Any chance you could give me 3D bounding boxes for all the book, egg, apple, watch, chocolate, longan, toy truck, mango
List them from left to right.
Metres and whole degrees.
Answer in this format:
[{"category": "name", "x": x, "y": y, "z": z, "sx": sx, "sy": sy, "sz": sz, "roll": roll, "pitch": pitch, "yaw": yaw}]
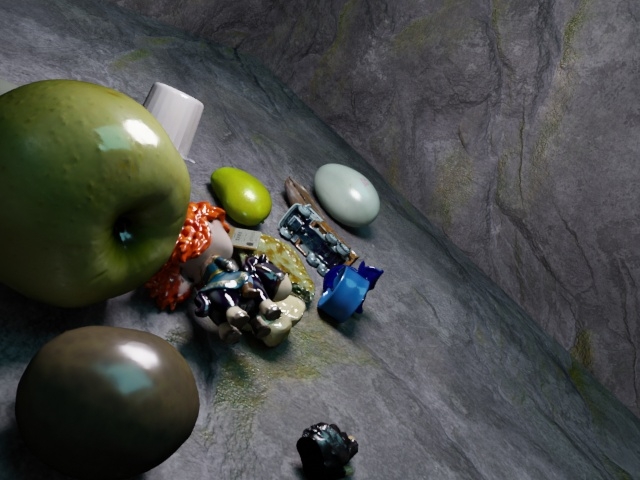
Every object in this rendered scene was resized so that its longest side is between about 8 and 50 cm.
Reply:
[{"category": "apple", "x": -0.510, "y": -0.102, "z": 1.140, "sx": 0.473, "sy": 0.474, "sz": 0.474, "roll": 31, "pitch": 24, "yaw": -15}, {"category": "longan", "x": -0.353, "y": 0.262, "z": 0.932, "sx": 0.300, "sy": 0.243, "sz": 0.300, "roll": 34, "pitch": -1, "yaw": 0}, {"category": "book", "x": -0.277, "y": -0.011, "z": 1.749, "sx": 0.172, "sy": 0.012, "sz": 0.118, "roll": 9, "pitch": 26, "yaw": -3}, {"category": "mango", "x": -0.272, "y": -0.161, "z": 1.959, "sx": 0.185, "sy": 0.149, "sz": 0.273, "roll": 13, "pitch": 29, "yaw": -40}, {"category": "chocolate", "x": -0.079, "y": -0.149, "z": 2.292, "sx": 0.161, "sy": 0.083, "sz": 0.261, "roll": 38, "pitch": 16, "yaw": -47}, {"category": "toy truck", "x": 0.000, "y": 0.000, "z": 2.064, "sx": 0.305, "sy": 0.136, "sz": 0.162, "roll": 46, "pitch": 17, "yaw": 13}, {"category": "egg", "x": 0.110, "y": -0.208, "z": 2.486, "sx": 0.371, "sy": 0.230, "sz": 0.229, "roll": 44, "pitch": 23, "yaw": 28}, {"category": "watch", "x": 0.087, "y": 0.165, "z": 1.808, "sx": 0.171, "sy": 0.196, "sz": 0.200, "roll": 26, "pitch": 16, "yaw": -1}]

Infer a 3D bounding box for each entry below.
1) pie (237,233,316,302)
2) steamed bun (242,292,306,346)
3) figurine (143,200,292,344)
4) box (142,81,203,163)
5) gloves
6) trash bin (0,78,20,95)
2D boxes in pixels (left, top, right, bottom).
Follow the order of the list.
[{"category": "pie", "x": -0.137, "y": 0.090, "z": 1.782, "sx": 0.302, "sy": 0.067, "sz": 0.303, "roll": 29, "pitch": 26, "yaw": -16}, {"category": "steamed bun", "x": -0.146, "y": 0.206, "z": 1.507, "sx": 0.177, "sy": 0.106, "sz": 0.192, "roll": 24, "pitch": 35, "yaw": 4}, {"category": "figurine", "x": -0.257, "y": 0.076, "z": 1.388, "sx": 0.411, "sy": 0.241, "sz": 0.306, "roll": 31, "pitch": 47, "yaw": 12}, {"category": "box", "x": -0.532, "y": -0.414, "z": 1.894, "sx": 0.291, "sy": 0.207, "sz": 0.262, "roll": 27, "pitch": 3, "yaw": 21}, {"category": "gloves", "x": 0.034, "y": 0.468, "z": 1.265, "sx": 0.129, "sy": 0.106, "sz": 0.180, "roll": 46, "pitch": 28, "yaw": 24}, {"category": "trash bin", "x": -0.775, "y": -0.291, "z": 1.416, "sx": 0.250, "sy": 0.220, "sz": 0.219, "roll": 25, "pitch": 23, "yaw": -10}]
